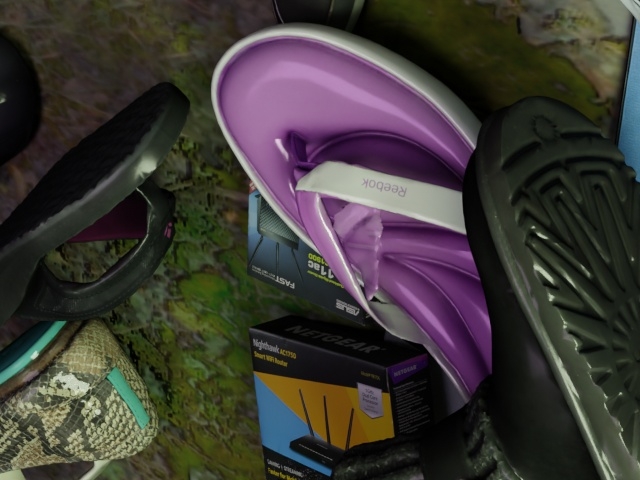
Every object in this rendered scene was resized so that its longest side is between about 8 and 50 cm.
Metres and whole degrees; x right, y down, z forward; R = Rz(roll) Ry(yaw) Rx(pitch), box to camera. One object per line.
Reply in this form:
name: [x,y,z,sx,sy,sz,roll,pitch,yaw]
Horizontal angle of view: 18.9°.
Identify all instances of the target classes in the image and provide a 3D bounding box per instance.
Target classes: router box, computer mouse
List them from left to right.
computer mouse: [-0.342,-0.082,1.717,0.188,0.072,0.272,53,136,10]
router box: [0.000,0.000,1.469,0.122,0.038,0.092,22,125,33]
router box: [0.018,0.139,1.486,0.179,0.046,0.133,11,112,52]

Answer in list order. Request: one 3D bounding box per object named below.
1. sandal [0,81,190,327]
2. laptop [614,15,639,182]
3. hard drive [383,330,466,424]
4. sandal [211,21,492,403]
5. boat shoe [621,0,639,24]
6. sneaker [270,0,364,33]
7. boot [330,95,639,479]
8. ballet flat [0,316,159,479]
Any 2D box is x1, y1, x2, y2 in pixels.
sandal: [-0.203,0.006,1.596,0.107,0.167,0.446,38,141,-12]
laptop: [0.297,-0.045,1.045,0.236,0.408,0.382,5,119,4]
hard drive: [0.080,0.139,1.477,0.094,0.022,0.135,32,128,28]
sandal: [0.076,0.012,1.331,0.416,0.102,0.169,46,123,5]
boat shoe: [0.213,-0.162,1.112,0.183,0.065,0.083,64,151,25]
sneaker: [-0.032,-0.223,1.329,0.083,0.118,0.222,20,123,34]
boot: [0.109,0.102,1.245,0.260,0.131,0.348,-19,90,44]
ballet flat: [-0.324,0.197,1.797,0.483,0.164,0.182,-19,114,44]
